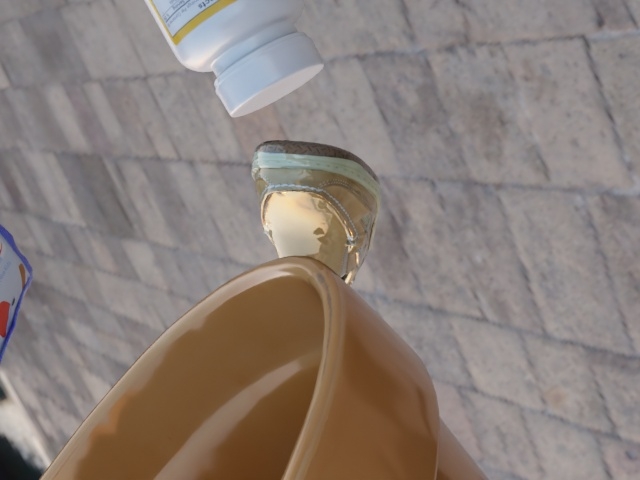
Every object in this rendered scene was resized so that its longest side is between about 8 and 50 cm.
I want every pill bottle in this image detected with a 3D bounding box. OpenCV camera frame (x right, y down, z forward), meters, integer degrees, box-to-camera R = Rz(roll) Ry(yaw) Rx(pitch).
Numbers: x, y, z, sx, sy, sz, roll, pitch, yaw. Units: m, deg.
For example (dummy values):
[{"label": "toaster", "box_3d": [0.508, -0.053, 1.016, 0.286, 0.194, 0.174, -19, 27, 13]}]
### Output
[{"label": "pill bottle", "box_3d": [-0.085, -0.210, 0.962, 0.208, 0.117, 0.117, 60, 156, 1]}]

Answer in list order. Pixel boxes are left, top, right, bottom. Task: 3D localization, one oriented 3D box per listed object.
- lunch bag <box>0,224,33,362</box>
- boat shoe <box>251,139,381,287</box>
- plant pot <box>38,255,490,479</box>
[{"label": "lunch bag", "box_3d": [-0.531, 0.069, 1.297, 0.385, 0.328, 0.239, 28, 130, -16]}, {"label": "boat shoe", "box_3d": [0.000, 0.000, 0.679, 0.068, 0.072, 0.190, 9, 168, 14]}, {"label": "plant pot", "box_3d": [-0.017, 0.180, 0.518, 0.203, 0.291, 0.291, 39, 161, -16]}]
